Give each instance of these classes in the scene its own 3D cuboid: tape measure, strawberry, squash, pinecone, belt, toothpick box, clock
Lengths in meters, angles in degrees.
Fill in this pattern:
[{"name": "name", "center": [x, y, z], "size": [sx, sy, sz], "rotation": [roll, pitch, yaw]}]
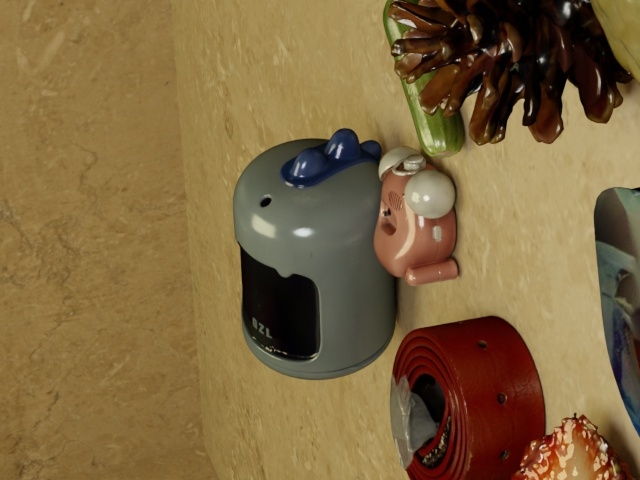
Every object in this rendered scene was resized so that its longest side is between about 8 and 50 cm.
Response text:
[{"name": "tape measure", "center": [0.351, 0.076, 1.368], "size": [0.259, 0.138, 0.262], "rotation": [-139, 41, -68]}, {"name": "strawberry", "center": [0.305, 0.354, 1.809], "size": [0.233, 0.137, 0.306], "rotation": [29, 105, 47]}, {"name": "squash", "center": [0.131, -0.214, 2.097], "size": [0.066, 0.066, 0.229], "rotation": [124, 134, -69]}, {"name": "pinecone", "center": [0.187, -0.203, 1.565], "size": [0.264, 0.264, 0.264], "rotation": [169, 90, -75]}, {"name": "belt", "center": [0.183, 0.221, 2.128], "size": [0.324, 0.115, 0.227], "rotation": [124, 135, -67]}, {"name": "toothpick box", "center": [0.000, 0.000, 2.394], "size": [0.263, 0.263, 0.355], "rotation": [-117, 17, -46]}, {"name": "clock", "center": [0.123, -0.037, 2.208], "size": [0.166, 0.092, 0.162], "rotation": [-130, 35, -62]}]

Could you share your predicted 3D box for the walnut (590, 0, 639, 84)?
[{"name": "walnut", "center": [0.302, -0.223, 1.179], "size": [0.283, 0.227, 0.283], "rotation": [-10, 74, 41]}]
